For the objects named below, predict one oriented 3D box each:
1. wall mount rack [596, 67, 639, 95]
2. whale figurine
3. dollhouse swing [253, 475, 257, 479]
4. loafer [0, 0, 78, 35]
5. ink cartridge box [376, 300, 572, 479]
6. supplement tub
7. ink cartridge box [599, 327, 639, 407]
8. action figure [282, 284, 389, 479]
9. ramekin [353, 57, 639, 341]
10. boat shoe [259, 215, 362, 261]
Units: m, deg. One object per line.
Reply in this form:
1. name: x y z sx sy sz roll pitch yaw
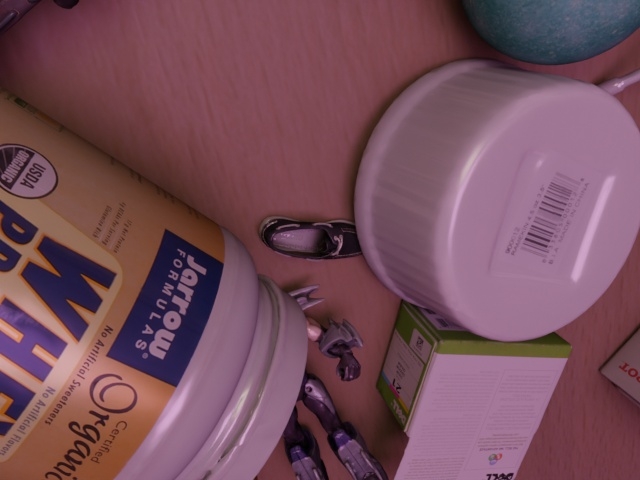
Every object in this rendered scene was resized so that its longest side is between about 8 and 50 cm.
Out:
1. wall mount rack: 0.375 -0.309 0.532 0.304 0.130 0.350 -43 118 -3
2. whale figurine: 0.210 -0.272 0.433 0.216 0.141 0.272 15 129 7
3. dollhouse swing: -0.209 0.278 0.407 0.347 0.305 0.315 40 76 -21
4. loafer: -0.222 -0.195 0.395 0.302 0.109 0.095 -29 137 1
5. ink cartridge box: 0.165 0.211 0.683 0.188 0.097 0.255 7 110 -21
6. supplement tub: -0.187 0.049 0.388 0.316 0.228 0.228 34 97 -27
7. ink cartridge box: 0.584 0.176 0.754 0.197 0.198 0.270 37 97 -28
8. action figure: -0.026 0.169 0.601 0.185 0.099 0.285 -26 113 3
9. ramekin: 0.185 -0.035 0.553 0.277 0.135 0.277 -8 112 -22
10. boat shoe: 0.000 0.000 0.572 0.125 0.038 0.046 11 106 -22
